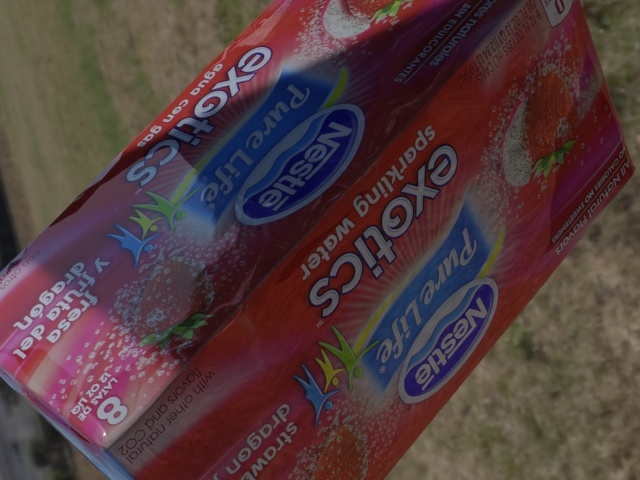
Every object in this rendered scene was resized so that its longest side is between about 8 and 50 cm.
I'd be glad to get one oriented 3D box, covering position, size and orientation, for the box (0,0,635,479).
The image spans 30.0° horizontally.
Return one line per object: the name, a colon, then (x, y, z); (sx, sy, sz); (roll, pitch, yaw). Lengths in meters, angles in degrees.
box: (0.000, 0.000, 0.496); (0.123, 0.257, 0.128); (25, 156, 44)
